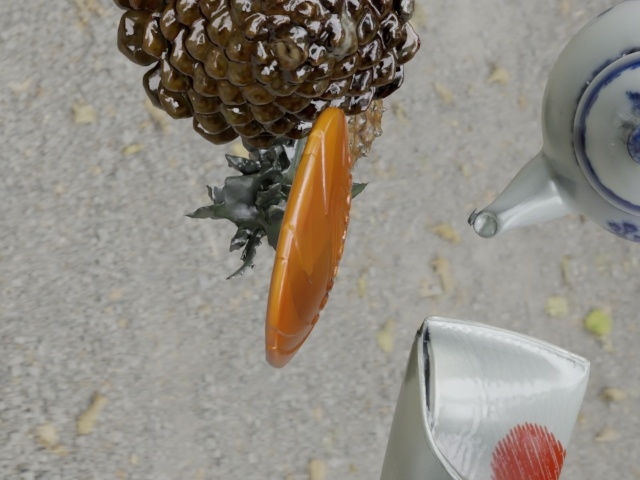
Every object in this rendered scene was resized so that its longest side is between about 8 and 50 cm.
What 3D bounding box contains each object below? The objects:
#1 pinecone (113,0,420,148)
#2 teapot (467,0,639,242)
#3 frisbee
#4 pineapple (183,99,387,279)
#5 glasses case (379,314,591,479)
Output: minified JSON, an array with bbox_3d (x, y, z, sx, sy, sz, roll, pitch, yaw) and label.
[{"bbox_3d":[-0.056,-0.207,1.074,0.246,0.292,0.246,-5,116,-11],"label":"pinecone"},{"bbox_3d":[0.337,-0.114,1.296,0.252,0.424,0.280,60,25,-1],"label":"teapot"},{"bbox_3d":[0.000,0.000,0.953,0.035,0.192,0.192,12,70,7],"label":"frisbee"},{"bbox_3d":[-0.031,-0.078,1.507,0.165,0.165,0.364,49,34,-19],"label":"pineapple"},{"bbox_3d":[0.095,0.202,0.876,0.128,0.083,0.308,3,118,-10],"label":"glasses case"}]
